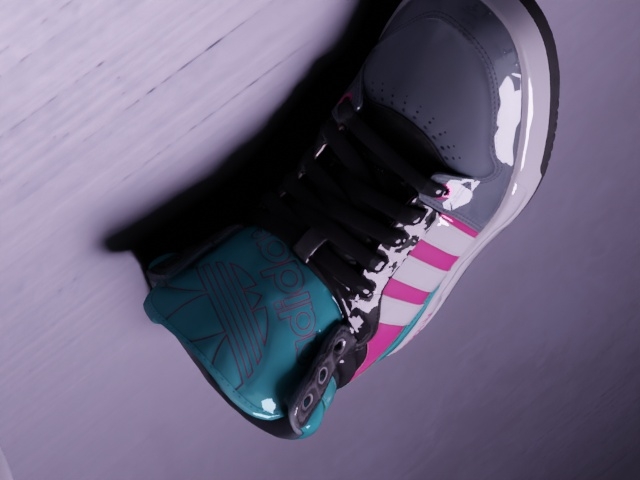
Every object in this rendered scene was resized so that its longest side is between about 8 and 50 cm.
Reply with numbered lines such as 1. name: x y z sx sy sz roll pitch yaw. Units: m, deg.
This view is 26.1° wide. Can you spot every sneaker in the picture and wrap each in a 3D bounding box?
1. sneaker: 0.000 0.000 0.701 0.178 0.124 0.295 -35 159 -36

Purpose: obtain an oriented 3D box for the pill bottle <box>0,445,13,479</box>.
1. pill bottle: -0.287 0.121 0.345 0.392 0.224 0.224 -26 152 -30
